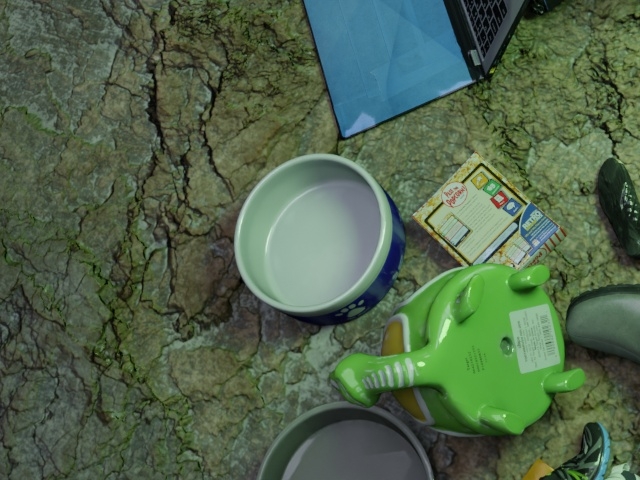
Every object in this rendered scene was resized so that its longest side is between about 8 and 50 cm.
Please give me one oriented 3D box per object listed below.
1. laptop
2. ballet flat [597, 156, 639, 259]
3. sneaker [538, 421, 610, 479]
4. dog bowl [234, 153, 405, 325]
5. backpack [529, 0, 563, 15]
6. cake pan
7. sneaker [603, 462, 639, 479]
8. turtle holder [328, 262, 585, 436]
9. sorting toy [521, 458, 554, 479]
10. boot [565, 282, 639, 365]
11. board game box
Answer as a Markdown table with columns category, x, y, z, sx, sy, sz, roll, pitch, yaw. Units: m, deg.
| category | x | y | z | sx | sy | sz | roll | pitch | yaw |
| --- | --- | --- | --- | --- | --- | --- | --- | --- | --- |
| laptop | 0.138 | -0.442 | 1.833 | 0.236 | 0.408 | 0.382 | -8 | 65 | -15 |
| ballet flat | 0.453 | -0.046 | 1.663 | 0.057 | 0.049 | 0.173 | -41 | 50 | 45 |
| sneaker | 0.343 | 0.327 | 1.538 | 0.078 | 0.067 | 0.188 | 24 | 67 | 14 |
| dog bowl | 0.000 | 0.000 | 1.809 | 0.264 | 0.104 | 0.265 | -8 | 70 | 22 |
| backpack | 0.339 | -0.474 | 1.798 | 0.116 | 0.158 | 0.173 | -32 | 50 | 2 |
| cake pan | 0.040 | 0.390 | 1.684 | 0.293 | 0.054 | 0.293 | -8 | 69 | 22 |
| sneaker | 0.431 | 0.402 | 1.487 | 0.094 | 0.153 | 0.235 | -29 | 98 | 34 |
| turtle holder | 0.186 | 0.175 | 1.564 | 0.227 | 0.243 | 0.320 | -15 | 25 | 51 |
| sorting toy | 0.274 | 0.474 | 1.563 | 0.229 | 0.041 | 0.307 | 36 | 83 | 27 |
| boot | 0.467 | 0.183 | 1.480 | 0.338 | 0.118 | 0.223 | 6 | 49 | 27 |
| board game box | 0.258 | -0.023 | 1.733 | 0.147 | 0.045 | 0.193 | -45 | 61 | 5 |
